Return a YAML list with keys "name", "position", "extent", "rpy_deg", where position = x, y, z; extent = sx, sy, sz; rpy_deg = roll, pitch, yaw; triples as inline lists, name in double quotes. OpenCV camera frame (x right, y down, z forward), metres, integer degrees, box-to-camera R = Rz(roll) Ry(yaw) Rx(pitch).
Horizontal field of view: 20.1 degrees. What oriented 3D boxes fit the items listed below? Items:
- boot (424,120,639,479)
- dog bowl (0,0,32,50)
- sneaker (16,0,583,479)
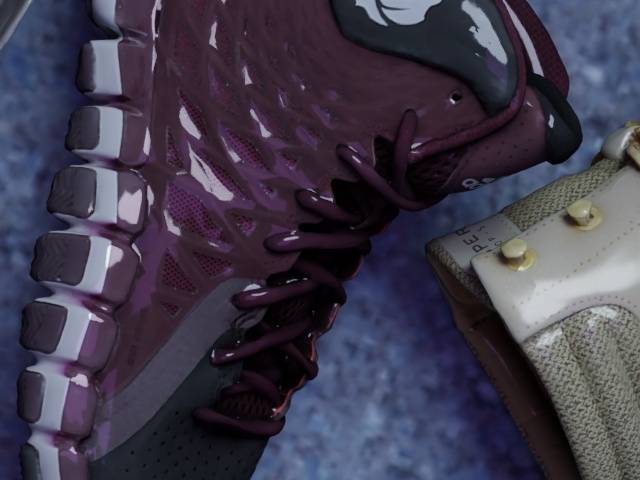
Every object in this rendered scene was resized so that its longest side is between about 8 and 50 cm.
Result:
- name: "boot"
  position: [0.127, -0.045, 0.637]
  extent: [0.203, 0.095, 0.262]
  rpy_deg: [-22, 94, -6]
- name: "dog bowl"
  position: [-0.245, -0.156, 0.582]
  extent: [0.348, 0.102, 0.349]
  rpy_deg: [0, 89, -7]
- name: "sneaker"
  position: [0.000, 0.000, 0.583]
  extent: [0.162, 0.106, 0.281]
  rpy_deg: [4, 88, 19]
